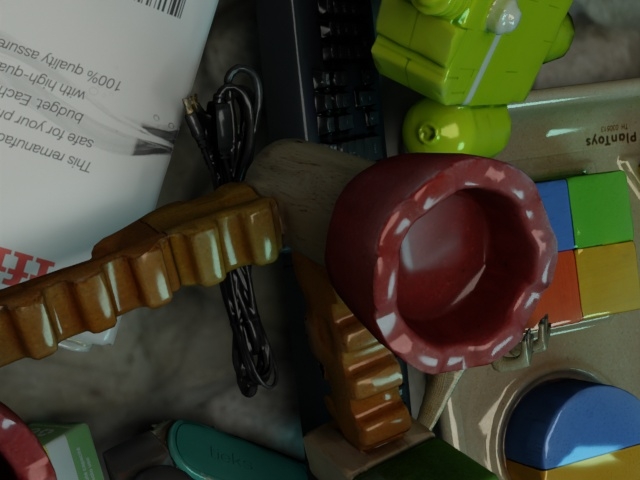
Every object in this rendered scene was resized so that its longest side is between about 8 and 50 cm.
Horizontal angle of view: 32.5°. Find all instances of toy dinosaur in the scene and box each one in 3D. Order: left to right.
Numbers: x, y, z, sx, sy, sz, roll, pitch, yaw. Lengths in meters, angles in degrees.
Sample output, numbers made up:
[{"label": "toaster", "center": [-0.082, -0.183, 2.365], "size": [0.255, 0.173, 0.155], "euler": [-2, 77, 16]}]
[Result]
[{"label": "toy dinosaur", "center": [0.089, 0.056, 0.670], "size": [0.053, 0.092, 0.183], "euler": [26, 69, -61]}]

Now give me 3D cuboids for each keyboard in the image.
[{"label": "keyboard", "center": [0.000, 0.000, 0.633], "size": [0.201, 0.033, 0.317], "euler": [-17, 102, -57]}]

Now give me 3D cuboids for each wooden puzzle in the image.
[{"label": "wooden puzzle", "center": [0.229, 0.062, 0.757], "size": [0.322, 0.080, 0.348], "euler": [-9, 97, -21]}]

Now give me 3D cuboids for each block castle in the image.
[{"label": "block castle", "center": [-0.021, 0.204, 0.481], "size": [0.303, 0.213, 0.453], "euler": [-22, 114, -22]}]

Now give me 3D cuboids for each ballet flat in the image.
[{"label": "ballet flat", "center": [-0.014, 0.181, 0.681], "size": [0.241, 0.091, 0.077], "euler": [28, 116, -16]}]

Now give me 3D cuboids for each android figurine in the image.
[{"label": "android figurine", "center": [0.109, -0.154, 0.586], "size": [0.056, 0.273, 0.248], "euler": [29, 107, 17]}]

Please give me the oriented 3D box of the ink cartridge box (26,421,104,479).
[{"label": "ink cartridge box", "center": [-0.197, 0.216, 0.558], "size": [0.235, 0.056, 0.171], "euler": [-26, 106, -51]}]

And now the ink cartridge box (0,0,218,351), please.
[{"label": "ink cartridge box", "center": [-0.172, -0.101, 0.568], "size": [0.197, 0.114, 0.273], "euler": [18, 86, -22]}]
